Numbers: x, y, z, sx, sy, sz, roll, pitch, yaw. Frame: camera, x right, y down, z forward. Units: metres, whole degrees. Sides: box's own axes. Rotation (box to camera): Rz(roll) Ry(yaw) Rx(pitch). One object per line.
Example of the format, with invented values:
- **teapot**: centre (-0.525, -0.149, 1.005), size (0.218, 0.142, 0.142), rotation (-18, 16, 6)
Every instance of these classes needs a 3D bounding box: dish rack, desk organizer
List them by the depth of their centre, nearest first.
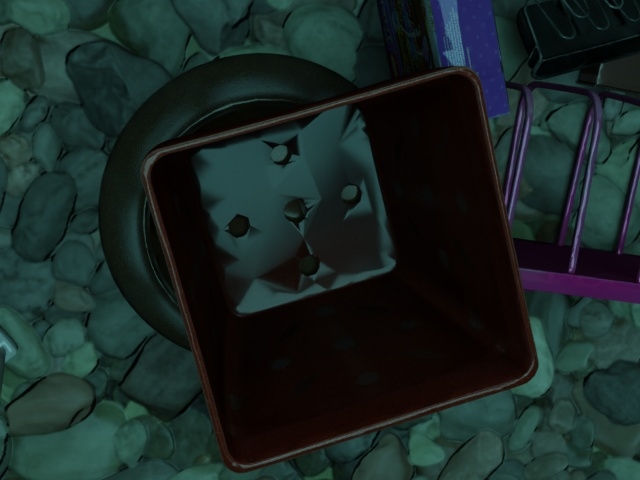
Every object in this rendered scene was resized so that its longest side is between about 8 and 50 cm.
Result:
- **dish rack**: centre (0.295, -0.262, 1.110), size (0.208, 0.271, 0.074), rotation (-18, 68, -20)
- **desk organizer**: centre (0.327, -0.168, 1.263), size (0.130, 0.047, 0.050), rotation (8, 99, -14)

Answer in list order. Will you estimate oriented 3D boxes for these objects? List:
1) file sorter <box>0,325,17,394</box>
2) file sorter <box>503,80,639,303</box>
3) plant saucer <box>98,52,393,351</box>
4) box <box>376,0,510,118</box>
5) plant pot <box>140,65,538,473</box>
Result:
- **file sorter**: centre (-0.428, 0.076, 1.098), size (0.193, 0.173, 0.277), rotation (-37, 109, -1)
- **file sorter**: centre (0.276, -0.047, 1.205), size (0.291, 0.202, 0.182), rotation (8, 99, -14)
- **plant saucer**: centre (-0.055, -0.023, 1.219), size (0.311, 0.050, 0.310), rotation (-3, 103, -12)
- **box**: centre (0.087, -0.259, 1.108), size (0.057, 0.201, 0.293), rotation (-14, 107, -8)
- **plant pot**: centre (0.000, 0.000, 1.087), size (0.267, 0.236, 0.267), rotation (-16, 106, -8)
